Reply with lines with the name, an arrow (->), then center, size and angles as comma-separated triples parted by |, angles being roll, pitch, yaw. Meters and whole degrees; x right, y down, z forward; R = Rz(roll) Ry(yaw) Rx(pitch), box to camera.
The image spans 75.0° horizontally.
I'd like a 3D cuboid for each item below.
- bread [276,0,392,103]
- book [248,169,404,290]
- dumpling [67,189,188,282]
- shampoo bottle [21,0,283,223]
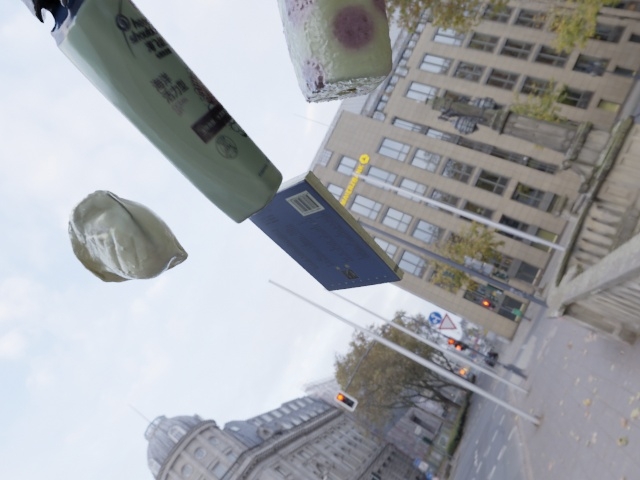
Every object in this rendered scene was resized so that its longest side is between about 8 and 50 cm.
bread -> 0.007, -0.394, 0.640 | 0.187, 0.155, 0.338 | -106, 7, -82
book -> 0.000, 0.000, 0.753 | 0.269, 0.191, 0.025 | 44, -128, -27
dumpling -> -0.393, 0.009, 0.829 | 0.179, 0.131, 0.252 | -25, -37, 6
shampoo bottle -> -0.194, -0.175, 0.509 | 0.359, 0.078, 0.134 | 49, -148, -24
